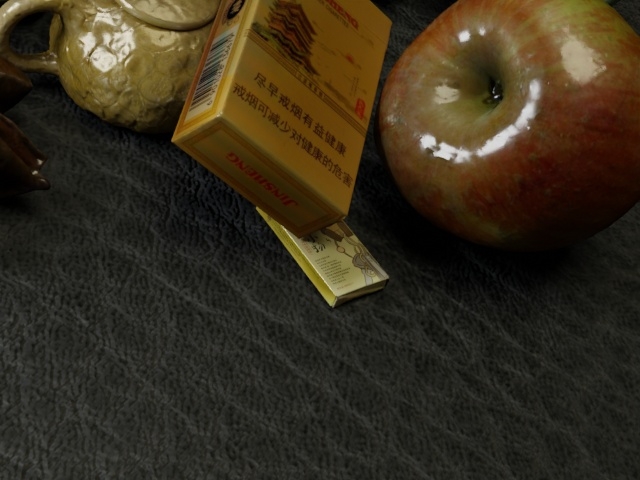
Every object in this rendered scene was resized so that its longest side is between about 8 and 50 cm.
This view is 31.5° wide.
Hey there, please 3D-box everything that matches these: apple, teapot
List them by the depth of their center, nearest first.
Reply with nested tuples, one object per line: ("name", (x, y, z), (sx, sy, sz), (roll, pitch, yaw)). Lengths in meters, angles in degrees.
("teapot", (-0.184, -0.226, 1.177), (0.311, 0.167, 0.203), (-3, 50, -27))
("apple", (0.225, -0.123, 1.201), (0.301, 0.302, 0.302), (13, 44, -13))

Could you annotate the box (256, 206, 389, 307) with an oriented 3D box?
("box", (0.000, 0.000, 1.149), (0.073, 0.020, 0.149), (-19, 58, -36))

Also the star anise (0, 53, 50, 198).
("star anise", (-0.401, -0.117, 1.015), (0.315, 0.108, 0.315), (11, 47, -12))

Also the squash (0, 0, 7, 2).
("squash", (-0.383, -0.271, 1.148), (0.258, 0.069, 0.069), (6, 37, 23))

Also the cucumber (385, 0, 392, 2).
("cucumber", (-0.009, -0.416, 1.524), (0.293, 0.068, 0.067), (32, 43, 8))

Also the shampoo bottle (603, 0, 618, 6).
("shampoo bottle", (0.310, -0.465, 1.533), (0.322, 0.323, 0.317), (18, 36, -8))

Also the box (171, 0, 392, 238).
("box", (-0.029, -0.163, 1.136), (0.174, 0.076, 0.274), (38, 48, -31))
